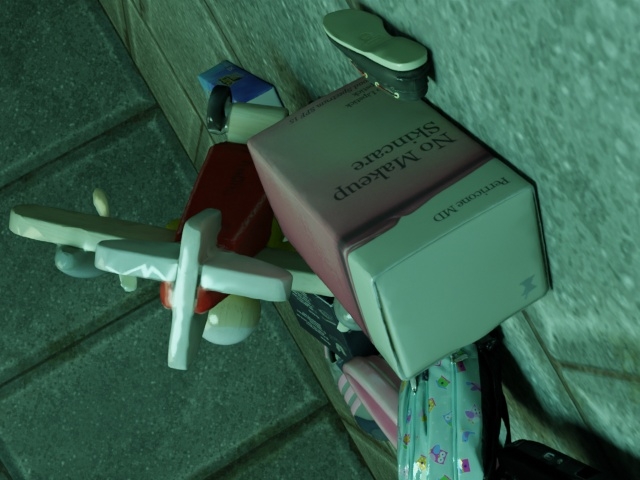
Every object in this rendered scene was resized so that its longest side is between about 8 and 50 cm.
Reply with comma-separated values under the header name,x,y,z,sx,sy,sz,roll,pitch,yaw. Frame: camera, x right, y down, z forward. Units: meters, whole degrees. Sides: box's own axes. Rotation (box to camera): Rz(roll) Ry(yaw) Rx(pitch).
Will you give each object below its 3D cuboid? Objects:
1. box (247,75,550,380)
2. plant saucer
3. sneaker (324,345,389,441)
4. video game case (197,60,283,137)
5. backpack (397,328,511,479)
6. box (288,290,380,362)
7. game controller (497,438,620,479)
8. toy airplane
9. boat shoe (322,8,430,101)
name,x,y,z,sx,sy,sz,roll,pitch,yaw
box,0.061,-0.023,0.773,0.232,0.149,0.126,48,164,47
plant saucer,0.162,0.284,1.282,0.332,0.084,0.332,51,171,11
sneaker,0.076,0.241,1.597,0.131,0.112,0.319,60,170,-20
video game case,-0.090,-0.147,1.444,0.244,0.061,0.269,66,169,-26
backpack,0.136,0.188,0.946,0.152,0.115,0.182,66,-155,-50
box,0.023,0.092,1.402,0.156,0.093,0.158,34,154,44
game controller,0.265,0.269,0.755,0.166,0.067,0.319,67,163,-12
toy airplane,-0.104,0.022,1.027,0.386,0.384,0.272,42,137,39
boat shoe,0.043,-0.157,0.761,0.133,0.049,0.042,44,155,43
